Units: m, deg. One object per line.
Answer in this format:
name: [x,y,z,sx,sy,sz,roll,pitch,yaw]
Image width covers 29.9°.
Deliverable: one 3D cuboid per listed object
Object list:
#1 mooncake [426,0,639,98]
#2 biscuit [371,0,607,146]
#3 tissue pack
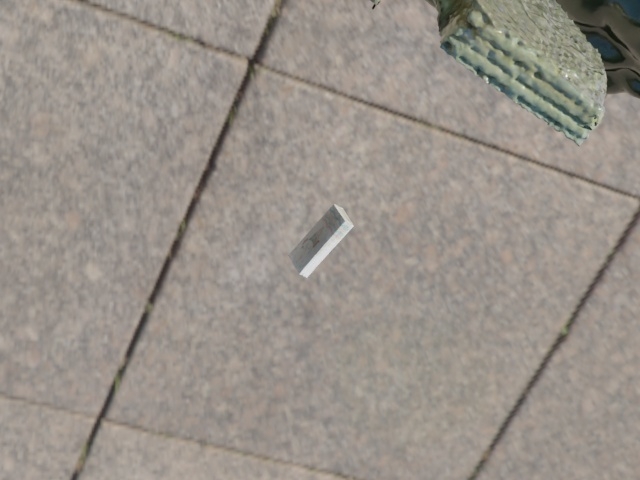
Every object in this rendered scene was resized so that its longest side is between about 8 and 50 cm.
mooncake: [0.262,-0.266,1.190,0.351,0.351,0.187,38,80,-26]
biscuit: [0.087,-0.169,0.797,0.250,0.147,0.046,35,121,-6]
tissue pack: [0.000,0.000,1.768,0.023,0.056,0.108,32,104,-34]
